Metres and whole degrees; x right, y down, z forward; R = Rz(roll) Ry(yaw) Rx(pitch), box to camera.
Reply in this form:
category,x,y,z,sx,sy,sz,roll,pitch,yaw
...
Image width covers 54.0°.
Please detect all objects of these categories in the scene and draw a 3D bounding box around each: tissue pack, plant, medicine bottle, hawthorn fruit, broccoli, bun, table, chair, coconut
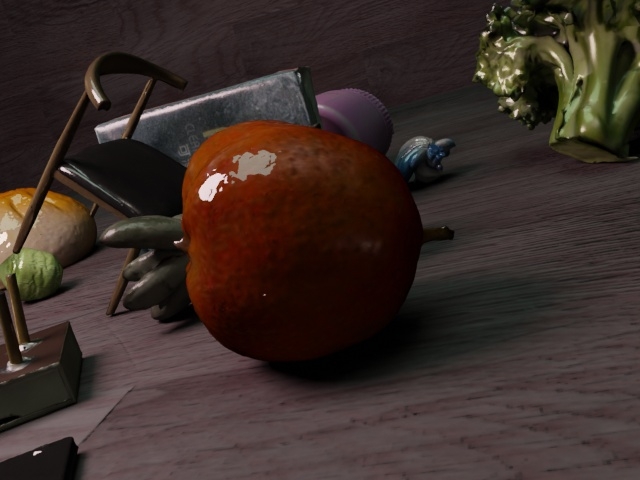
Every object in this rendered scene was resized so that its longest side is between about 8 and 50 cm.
category,x,y,z,sx,sy,sz,roll,pitch,yaw
tissue pack,-0.141,-0.099,0.911,0.316,0.228,0.103,-12,14,15
plant,-0.086,-0.005,0.673,0.274,0.146,0.149,-26,24,-3
medicine bottle,0.021,-0.170,1.105,0.178,0.178,0.290,-11,15,19
hawthorn fruit,0.000,0.000,0.502,0.225,0.196,0.196,-2,13,-7
broccoli,0.400,-0.261,0.861,0.317,0.338,0.277,-38,-13,-3
bun,-0.601,-0.015,1.224,0.299,0.164,0.299,-16,13,4
table,-0.351,0.118,0.553,0.240,0.111,0.121,-20,16,-15
chair,-0.235,-0.073,0.786,0.166,0.272,0.188,32,27,5
coconut,-0.449,0.052,0.969,0.096,0.088,0.088,10,2,-26

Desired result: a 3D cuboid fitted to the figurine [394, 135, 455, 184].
category,x,y,z,sx,sy,sz,roll,pitch,yaw
figurine,0.158,-0.120,1.008,0.114,0.079,0.114,-41,-11,-10

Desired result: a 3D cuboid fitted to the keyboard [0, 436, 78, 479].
category,x,y,z,sx,sy,sz,roll,pitch,yaw
keyboard,-0.306,0.201,0.378,0.310,0.018,0.101,-19,13,-12
